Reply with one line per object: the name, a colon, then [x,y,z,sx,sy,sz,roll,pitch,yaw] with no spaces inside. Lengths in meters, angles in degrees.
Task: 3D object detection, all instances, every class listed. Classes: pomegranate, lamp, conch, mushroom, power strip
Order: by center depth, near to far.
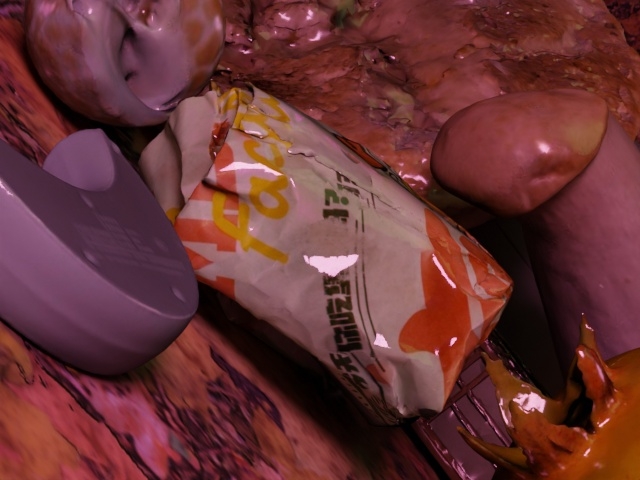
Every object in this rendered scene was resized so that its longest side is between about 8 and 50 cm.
power strip: [-0.108,-0.003,0.829,0.137,0.044,0.216,53,11,18]
pomegranate: [0.179,0.151,1.003,0.256,0.221,0.221,43,11,-19]
conch: [-0.115,-0.120,1.091,0.173,0.106,0.116,-42,114,-62]
mushroom: [0.193,0.035,1.129,0.329,0.159,0.122,53,30,-27]
lamp: [0.112,0.120,1.218,0.325,0.090,0.089,52,11,17]

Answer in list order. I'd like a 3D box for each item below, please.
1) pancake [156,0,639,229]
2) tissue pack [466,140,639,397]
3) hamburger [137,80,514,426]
pancake: [0.044,-0.127,1.297,0.387,0.387,0.082,-120,-150,-45]
tissue pack: [0.143,-0.018,1.446,0.229,0.236,0.333,39,15,-51]
hamburger: [-0.001,0.001,1.058,0.214,0.125,0.235,45,5,0]
